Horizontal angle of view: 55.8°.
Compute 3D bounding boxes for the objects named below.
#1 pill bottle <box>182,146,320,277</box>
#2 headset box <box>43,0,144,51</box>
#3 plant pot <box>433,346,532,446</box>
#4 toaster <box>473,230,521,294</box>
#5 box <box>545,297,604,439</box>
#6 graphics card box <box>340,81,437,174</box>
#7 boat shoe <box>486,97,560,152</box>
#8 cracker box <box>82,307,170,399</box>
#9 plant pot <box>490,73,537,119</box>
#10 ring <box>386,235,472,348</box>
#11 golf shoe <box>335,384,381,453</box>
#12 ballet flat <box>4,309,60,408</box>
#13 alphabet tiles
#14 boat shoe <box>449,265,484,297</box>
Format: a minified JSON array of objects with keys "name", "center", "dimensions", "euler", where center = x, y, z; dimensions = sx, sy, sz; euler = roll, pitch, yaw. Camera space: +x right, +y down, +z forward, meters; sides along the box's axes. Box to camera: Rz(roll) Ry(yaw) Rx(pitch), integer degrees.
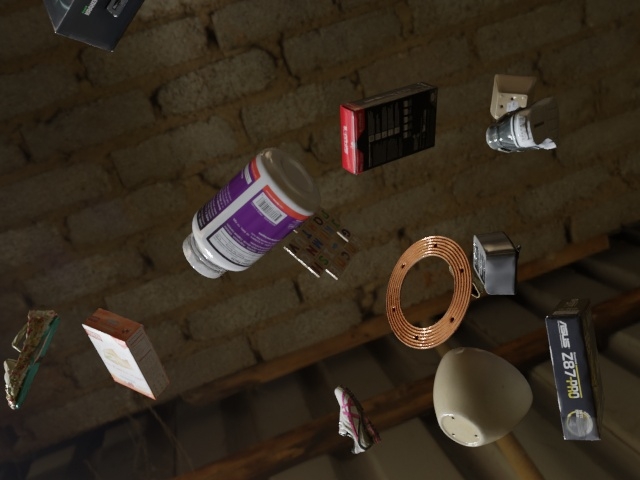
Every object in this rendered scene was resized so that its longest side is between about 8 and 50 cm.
[{"name":"pill bottle","center":[-0.167,-0.053,1.394],"dimensions":[0.323,0.181,0.181],"euler":[-38,-171,23]},{"name":"headset box","center":[-0.456,-0.568,1.225],"dimensions":[0.131,0.283,0.246],"euler":[6,137,-50]},{"name":"plant pot","center":[0.443,0.480,1.753],"dimensions":[0.284,0.284,0.191],"euler":[-2,-146,42]},{"name":"toaster","center":[0.571,0.067,1.964],"dimensions":[0.110,0.185,0.168],"euler":[-6,-155,1]},{"name":"box","center":[0.711,0.336,1.674],"dimensions":[0.097,0.318,0.395],"euler":[-7,177,27]},{"name":"graphics card box","center":[0.241,-0.395,2.102],"dimensions":[0.371,0.232,0.094],"euler":[-22,-144,-26]},{"name":"boat shoe","center":[0.480,-0.271,1.423],"dimensions":[0.119,0.121,0.335],"euler":[-2,-173,35]},{"name":"cracker box","center":[-0.495,0.293,1.554],"dimensions":[0.156,0.232,0.067],"euler":[14,-136,29]},{"name":"plant pot","center":[0.505,-0.369,1.596],"dimensions":[0.109,0.108,0.096],"euler":[10,-145,17]},{"name":"ring","center":[0.318,0.151,1.774],"dimensions":[0.032,0.336,0.337],"euler":[18,174,-34]},{"name":"golf shoe","center":[0.074,0.446,1.525],"dimensions":[0.086,0.067,0.186],"euler":[-32,-135,-4]},{"name":"ballet flat","center":[-0.704,0.276,1.446],"dimensions":[0.077,0.240,0.091],"euler":[20,163,-6]},{"name":"alphabet tiles","center":[0.000,0.000,1.613],"dimensions":[0.009,0.198,0.237],"euler":[-50,179,37]},{"name":"boat shoe","center":[0.447,0.123,1.850],"dimensions":[0.050,0.135,0.045],"euler":[-41,-163,48]}]
